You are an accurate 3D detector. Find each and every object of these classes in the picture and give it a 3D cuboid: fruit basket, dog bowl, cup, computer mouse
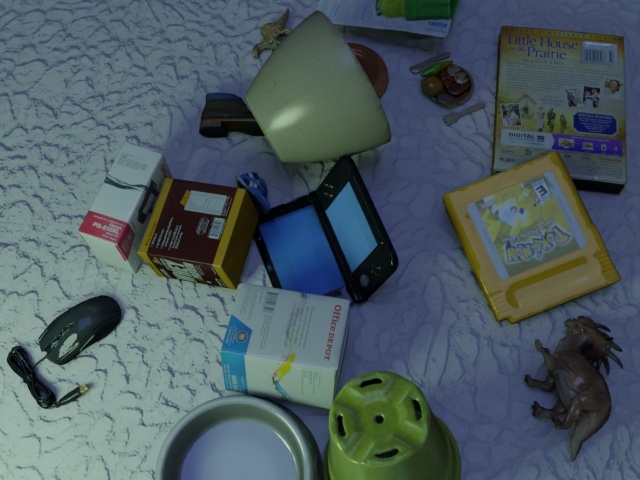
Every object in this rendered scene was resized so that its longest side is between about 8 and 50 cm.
[{"bbox_3d":[0.190,-0.662,2.060,0.353,0.165,0.327,8,65,22],"label":"fruit basket"},{"bbox_3d":[-0.166,0.467,1.575,0.349,0.102,0.348,-1,66,2],"label":"dog bowl"},{"bbox_3d":[-0.026,-0.304,1.776,0.237,0.331,0.331,-31,69,-2],"label":"cup"},{"bbox_3d":[-0.530,0.235,1.706,0.262,0.060,0.184,-33,69,-12],"label":"computer mouse"}]

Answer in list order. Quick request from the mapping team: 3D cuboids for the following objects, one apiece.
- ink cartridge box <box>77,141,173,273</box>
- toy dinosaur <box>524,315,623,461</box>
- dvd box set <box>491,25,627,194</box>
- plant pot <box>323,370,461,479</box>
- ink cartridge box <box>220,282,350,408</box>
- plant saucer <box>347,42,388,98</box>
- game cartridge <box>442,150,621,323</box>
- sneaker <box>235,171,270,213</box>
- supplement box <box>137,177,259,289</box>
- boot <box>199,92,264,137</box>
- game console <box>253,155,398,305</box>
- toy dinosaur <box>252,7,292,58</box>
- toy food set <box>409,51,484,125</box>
[{"bbox_3d":[-0.423,-0.072,1.778,0.100,0.172,0.237,18,68,9],"label":"ink cartridge box"},{"bbox_3d":[0.538,0.290,1.631,0.200,0.127,0.295,-7,72,-9],"label":"toy dinosaur"},{"bbox_3d":[0.575,-0.322,1.928,0.308,0.062,0.420,6,67,4],"label":"dvd box set"},{"bbox_3d":[0.122,0.377,1.494,0.276,0.254,0.276,-6,54,7],"label":"plant pot"},{"bbox_3d":[-0.066,0.216,1.628,0.233,0.168,0.171,9,51,6],"label":"ink cartridge box"},{"bbox_3d":[0.071,-0.416,1.993,0.200,0.037,0.200,-1,66,2],"label":"plant saucer"},{"bbox_3d":[0.462,-0.005,1.764,0.285,0.052,0.323,-22,74,-2],"label":"game cartridge"},{"bbox_3d":[-0.145,-0.115,1.839,0.059,0.053,0.144,-23,46,-18],"label":"sneaker"},{"bbox_3d":[-0.264,-0.015,1.760,0.194,0.129,0.191,9,66,15],"label":"supplement box"},{"bbox_3d":[-0.184,-0.313,1.929,0.219,0.082,0.106,-2,69,2],"label":"boot"},{"bbox_3d":[0.000,0.000,1.745,0.173,0.250,0.293,-9,64,-32],"label":"game console"},{"bbox_3d":[-0.105,-0.535,2.040,0.093,0.053,0.183,29,70,14],"label":"toy dinosaur"},{"bbox_3d":[0.316,-0.388,1.974,0.132,0.038,0.192,-26,68,-10],"label":"toy food set"}]
